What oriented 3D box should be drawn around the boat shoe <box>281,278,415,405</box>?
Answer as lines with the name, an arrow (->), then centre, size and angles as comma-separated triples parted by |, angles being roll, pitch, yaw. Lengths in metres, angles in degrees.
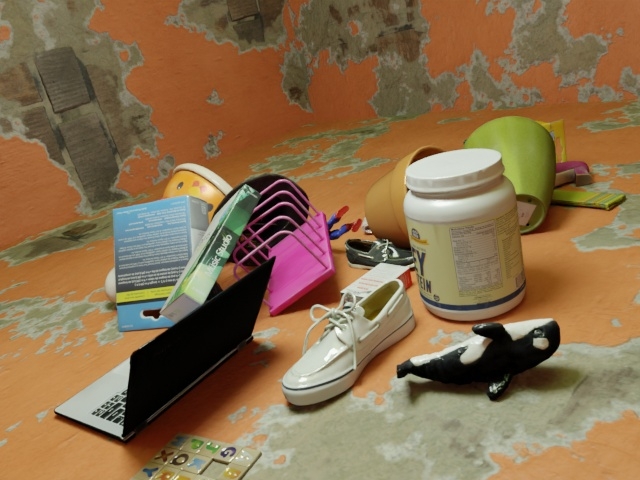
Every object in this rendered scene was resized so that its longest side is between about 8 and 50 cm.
boat shoe -> 0.056, 0.175, 1.186 | 0.367, 0.156, 0.136 | -28, 24, -35

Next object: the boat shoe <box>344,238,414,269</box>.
boat shoe -> 0.168, 0.036, 1.602 | 0.233, 0.079, 0.084 | 4, 25, 36

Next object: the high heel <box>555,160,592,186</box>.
high heel -> 0.732, -0.219, 1.886 | 0.244, 0.082, 0.117 | -5, 30, 11

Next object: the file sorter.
file sorter -> -0.107, 0.003, 1.536 | 0.202, 0.182, 0.290 | -36, 28, 16

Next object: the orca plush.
orca plush -> 0.276, 0.220, 1.015 | 0.288, 0.151, 0.102 | -9, 52, 3

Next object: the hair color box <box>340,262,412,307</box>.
hair color box -> 0.138, 0.117, 1.439 | 0.093, 0.053, 0.167 | 8, 28, 43

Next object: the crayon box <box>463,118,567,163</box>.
crayon box -> 0.635, -0.262, 1.910 | 0.319, 0.202, 0.081 | -15, 20, -7

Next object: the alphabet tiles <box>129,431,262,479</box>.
alphabet tiles -> -0.241, 0.411, 0.970 | 0.198, 0.009, 0.237 | 0, 24, 32

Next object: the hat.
hat -> -0.192, -0.083, 1.748 | 0.332, 0.331, 0.134 | -18, 45, -11

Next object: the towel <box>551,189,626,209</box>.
towel -> 0.754, -0.122, 1.725 | 0.102, 0.021, 0.237 | -20, 20, -33

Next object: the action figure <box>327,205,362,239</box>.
action figure -> 0.000, 0.000, 1.737 | 0.139, 0.091, 0.280 | -47, 7, -26

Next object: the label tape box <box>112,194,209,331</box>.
label tape box -> -0.436, 0.068, 1.636 | 0.249, 0.347, 0.115 | -8, -7, 18

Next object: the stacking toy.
stacking toy -> -0.467, 0.022, 1.845 | 0.351, 0.350, 0.480 | 9, 48, 46

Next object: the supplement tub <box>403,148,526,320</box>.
supplement tub -> 0.311, -0.016, 1.283 | 0.236, 0.324, 0.235 | -12, 20, 5

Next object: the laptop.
laptop -> -0.333, 0.204, 1.249 | 0.408, 0.236, 0.382 | 3, 25, 37

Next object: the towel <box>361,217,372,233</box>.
towel -> 0.314, -0.119, 1.950 | 0.317, 0.053, 0.332 | -6, 22, 17

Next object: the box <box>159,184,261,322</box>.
box -> -0.272, 0.035, 1.452 | 0.232, 0.059, 0.321 | -34, 29, 56

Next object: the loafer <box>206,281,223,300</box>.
loafer -> -0.344, 0.127, 1.709 | 0.170, 0.061, 0.062 | 5, 28, 42

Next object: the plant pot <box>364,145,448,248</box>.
plant pot -> 0.260, -0.096, 1.640 | 0.204, 0.290, 0.291 | -16, 12, 47

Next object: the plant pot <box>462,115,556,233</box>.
plant pot -> 0.542, -0.158, 1.665 | 0.275, 0.274, 0.293 | -8, 38, 16
